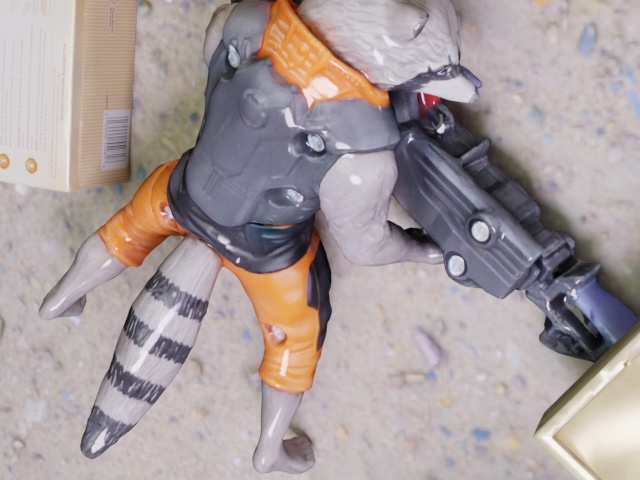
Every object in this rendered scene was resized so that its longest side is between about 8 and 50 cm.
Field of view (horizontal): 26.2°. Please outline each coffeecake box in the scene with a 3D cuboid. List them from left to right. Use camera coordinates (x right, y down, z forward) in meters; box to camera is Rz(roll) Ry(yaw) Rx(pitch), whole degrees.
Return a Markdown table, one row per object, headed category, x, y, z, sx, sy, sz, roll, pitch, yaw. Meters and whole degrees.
| category | x | y | z | sx | sy | sz | roll | pitch | yaw |
| --- | --- | --- | --- | --- | --- | --- | --- | --- | --- |
| coffeecake box | -0.220 | -0.117 | 0.930 | 0.186 | 0.068 | 0.142 | 10 | 102 | 27 |

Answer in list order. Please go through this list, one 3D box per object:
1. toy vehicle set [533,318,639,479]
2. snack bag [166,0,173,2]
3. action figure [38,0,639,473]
| category | x | y | z | sx | sy | sz | roll | pitch | yaw |
| --- | --- | --- | --- | --- | --- | --- | --- | --- | --- |
| toy vehicle set | 0.260 | 0.132 | 0.691 | 0.267 | 0.035 | 0.166 | 44 | 115 | 4 |
| snack bag | -0.109 | -0.378 | 0.850 | 0.323 | 0.037 | 0.342 | 44 | 114 | 16 |
| action figure | 0.000 | 0.000 | 0.770 | 0.341 | 0.178 | 0.330 | 40 | 123 | 19 |
